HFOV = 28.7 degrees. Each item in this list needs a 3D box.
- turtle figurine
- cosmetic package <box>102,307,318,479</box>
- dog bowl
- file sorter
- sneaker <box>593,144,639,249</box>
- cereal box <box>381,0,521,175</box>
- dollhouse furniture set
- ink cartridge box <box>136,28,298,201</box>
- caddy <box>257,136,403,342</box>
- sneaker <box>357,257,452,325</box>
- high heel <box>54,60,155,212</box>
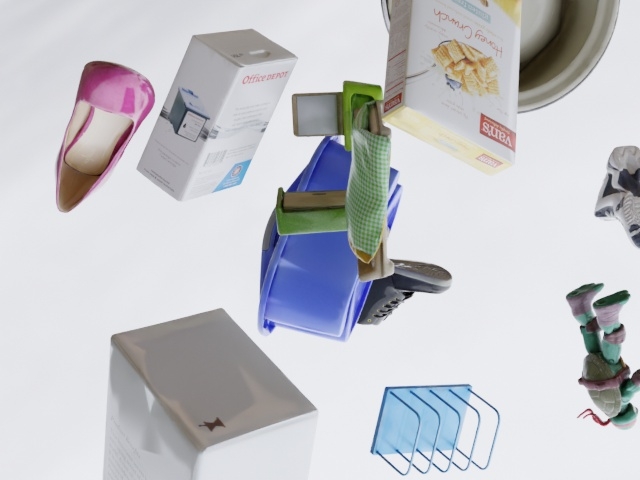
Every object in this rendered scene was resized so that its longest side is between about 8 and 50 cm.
[{"bbox_3d":[0.421,0.180,1.764,0.118,0.234,0.175,-30,-162,-32],"label":"turtle figurine"},{"bbox_3d":[-0.152,0.339,1.534,0.161,0.453,0.230,-13,-142,-31],"label":"cosmetic package"},{"bbox_3d":[0.279,-0.410,2.064,0.408,0.408,0.150,-35,-168,-9],"label":"dog bowl"},{"bbox_3d":[0.187,0.306,2.008,0.170,0.118,0.104,2,-162,-31],"label":"file sorter"},{"bbox_3d":[0.605,-0.054,2.466,0.094,0.153,0.235,-8,-122,-9],"label":"sneaker"},{"bbox_3d":[0.157,-0.213,1.454,0.047,0.173,0.240,-27,-131,47],"label":"cereal box"},{"bbox_3d":[0.012,-0.083,1.622,0.151,0.197,0.301,-2,-161,1],"label":"dollhouse furniture set"},{"bbox_3d":[-0.124,-0.154,1.520,0.139,0.082,0.190,-22,142,-59],"label":"ink cartridge box"},{"bbox_3d":[0.000,0.000,1.963,0.241,0.179,0.341,57,53,-78],"label":"caddy"},{"bbox_3d":[0.137,0.097,2.200,0.222,0.118,0.083,8,-168,40],"label":"sneaker"},{"bbox_3d":[-0.238,-0.106,1.313,0.244,0.082,0.117,-24,-135,66],"label":"high heel"}]
